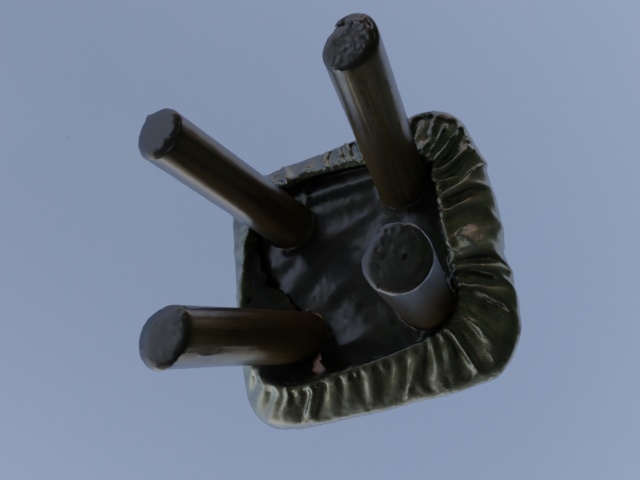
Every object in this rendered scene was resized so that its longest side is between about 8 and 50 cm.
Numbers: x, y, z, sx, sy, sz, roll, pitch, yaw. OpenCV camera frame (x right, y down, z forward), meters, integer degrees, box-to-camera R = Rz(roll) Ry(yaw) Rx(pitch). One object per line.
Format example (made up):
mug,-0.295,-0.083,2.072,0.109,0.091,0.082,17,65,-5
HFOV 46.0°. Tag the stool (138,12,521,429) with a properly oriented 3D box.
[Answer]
stool,0.000,0.000,0.726,0.226,0.310,0.310,34,-139,-54
